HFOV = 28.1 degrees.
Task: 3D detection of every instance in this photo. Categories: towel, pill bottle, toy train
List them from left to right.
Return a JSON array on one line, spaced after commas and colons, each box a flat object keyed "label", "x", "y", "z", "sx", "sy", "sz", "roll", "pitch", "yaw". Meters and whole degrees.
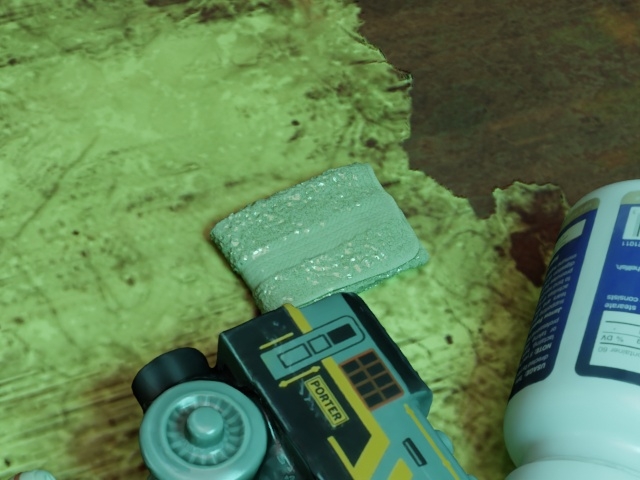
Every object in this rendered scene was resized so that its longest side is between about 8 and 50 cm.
[{"label": "towel", "x": 0.000, "y": 0.000, "z": 0.977, "sx": 0.148, "sy": 0.027, "sz": 0.110, "roll": -24, "pitch": 64, "yaw": -25}, {"label": "toy train", "x": 0.018, "y": 0.182, "z": 0.776, "sx": 0.190, "sy": 0.142, "sz": 0.334, "roll": -24, "pitch": 59, "yaw": -22}, {"label": "pill bottle", "x": 0.212, "y": 0.099, "z": 0.882, "sx": 0.153, "sy": 0.153, "sz": 0.264, "roll": 23, "pitch": 56, "yaw": 3}]

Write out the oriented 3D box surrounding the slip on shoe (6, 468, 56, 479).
[{"label": "slip on shoe", "x": -0.169, "y": 0.287, "z": 0.666, "sx": 0.101, "sy": 0.123, "sz": 0.331, "roll": 1, "pitch": 78, "yaw": 0}]
